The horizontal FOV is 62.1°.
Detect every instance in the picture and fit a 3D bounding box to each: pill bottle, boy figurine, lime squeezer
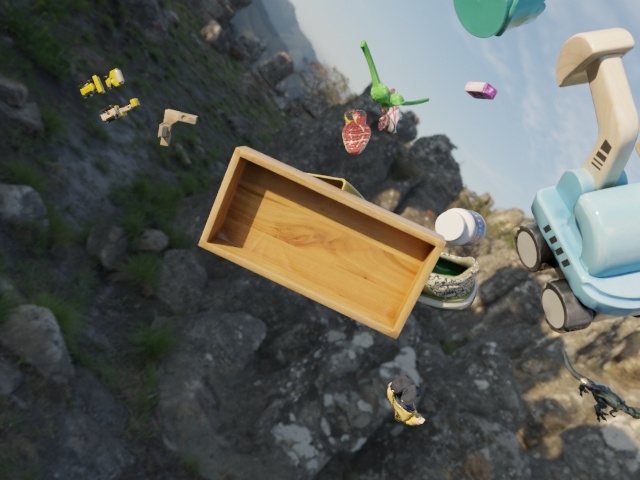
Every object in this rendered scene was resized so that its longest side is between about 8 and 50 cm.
[{"bbox_3d":[0.413,-0.039,1.578,0.187,0.112,0.112,1,50,-57],"label":"pill bottle"},{"bbox_3d":[0.315,0.603,1.941,0.177,0.092,0.285,44,-19,34],"label":"boy figurine"},{"bbox_3d":[0.191,-0.409,1.449,0.310,0.059,0.109,23,66,-42],"label":"lime squeezer"}]

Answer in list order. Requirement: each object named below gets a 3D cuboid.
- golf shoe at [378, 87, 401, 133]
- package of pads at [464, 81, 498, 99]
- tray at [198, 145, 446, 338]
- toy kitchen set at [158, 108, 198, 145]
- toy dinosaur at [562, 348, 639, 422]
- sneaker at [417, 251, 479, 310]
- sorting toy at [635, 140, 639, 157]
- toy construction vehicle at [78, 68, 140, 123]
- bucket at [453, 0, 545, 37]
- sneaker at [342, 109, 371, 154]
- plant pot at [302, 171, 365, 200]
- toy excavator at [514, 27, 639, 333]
[{"bbox_3d":[0.294,-0.527,2.175,0.086,0.186,0.067,13,-4,-23],"label":"golf shoe"},{"bbox_3d":[0.436,-0.408,1.446,0.050,0.032,0.083,25,6,-27],"label":"package of pads"},{"bbox_3d":[0.000,0.000,0.998,0.411,0.202,0.076,25,15,4],"label":"tray"},{"bbox_3d":[-0.340,-0.261,1.262,0.075,0.083,0.068,11,16,-9],"label":"toy kitchen set"},{"bbox_3d":[0.751,0.415,1.439,0.268,0.064,0.118,41,37,25],"label":"toy dinosaur"},{"bbox_3d":[0.199,0.061,1.305,0.182,0.411,0.158,94,-1,-59],"label":"sneaker"},{"bbox_3d":[0.792,-0.157,1.101,0.041,0.229,0.307,4,59,-16],"label":"sorting toy"},{"bbox_3d":[-0.388,-0.267,0.983,0.085,0.098,0.035,67,23,-5],"label":"toy construction vehicle"},{"bbox_3d":[0.583,-0.811,1.739,0.281,0.183,0.281,52,-18,25],"label":"bucket"},{"bbox_3d":[0.115,-0.330,1.685,0.225,0.088,0.092,-81,173,-51],"label":"sneaker"},{"bbox_3d":[0.025,-0.051,1.486,0.187,0.212,0.212,22,-4,-41],"label":"plant pot"},{"bbox_3d":[0.536,-0.099,0.999,0.445,0.223,0.432,88,-9,-56],"label":"toy excavator"}]
